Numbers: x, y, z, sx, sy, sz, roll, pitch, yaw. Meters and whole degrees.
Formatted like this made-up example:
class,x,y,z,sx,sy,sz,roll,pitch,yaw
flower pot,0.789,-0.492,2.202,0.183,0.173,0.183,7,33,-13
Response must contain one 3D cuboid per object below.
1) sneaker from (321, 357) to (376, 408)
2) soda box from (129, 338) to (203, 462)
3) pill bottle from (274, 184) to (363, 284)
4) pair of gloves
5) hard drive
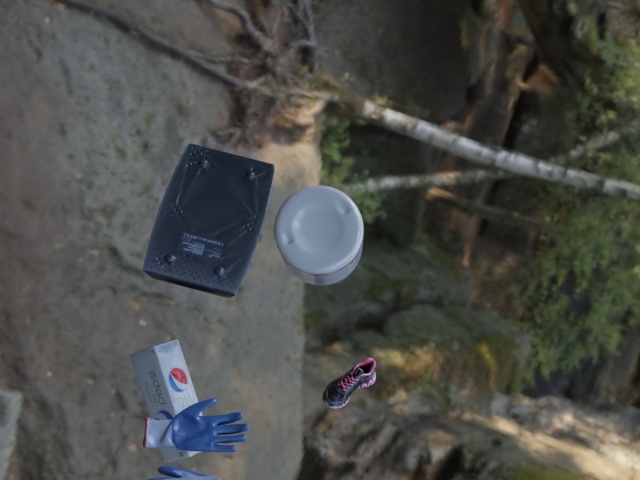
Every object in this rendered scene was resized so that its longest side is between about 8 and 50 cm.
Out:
class,x,y,z,sx,sy,sz,roll,pitch,yaw
sneaker,0.050,0.234,1.698,0.119,0.047,0.057,-34,158,-34
soda box,-0.281,0.301,1.904,0.069,0.073,0.216,-12,82,-55
pill bottle,0.000,0.000,1.916,0.283,0.160,0.160,82,31,-81
pair of gloves,-0.180,0.321,1.469,0.023,0.159,0.198,107,-20,-53
hard drive,-0.181,-0.031,1.678,0.054,0.171,0.255,102,3,-61
